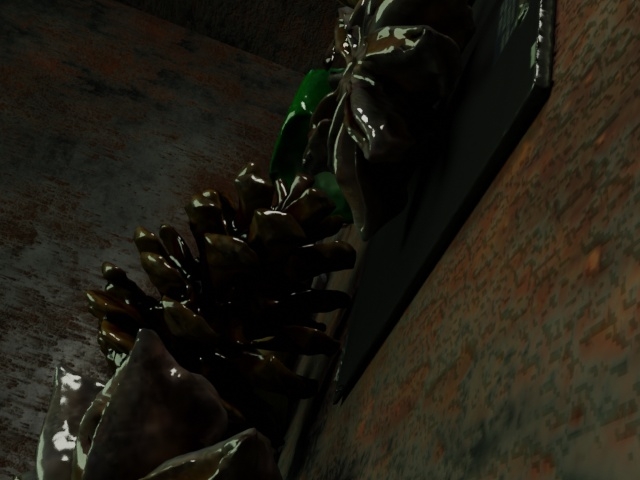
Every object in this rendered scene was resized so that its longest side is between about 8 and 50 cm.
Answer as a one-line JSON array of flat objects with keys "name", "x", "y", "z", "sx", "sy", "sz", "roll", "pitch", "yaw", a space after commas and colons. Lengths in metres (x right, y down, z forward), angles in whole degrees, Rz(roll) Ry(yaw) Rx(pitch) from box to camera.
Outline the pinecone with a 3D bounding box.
[{"name": "pinecone", "x": -0.085, "y": 0.068, "z": 0.741, "sx": 0.309, "sy": 0.244, "sz": 0.244, "roll": -53, "pitch": 0, "yaw": -12}]

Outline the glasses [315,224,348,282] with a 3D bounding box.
[{"name": "glasses", "x": 0.000, "y": 0.000, "z": 1.127, "sx": 0.140, "sy": 0.062, "sz": 0.104, "roll": -76, "pitch": 6, "yaw": -71}]

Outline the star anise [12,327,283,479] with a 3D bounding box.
[{"name": "star anise", "x": -0.127, "y": 0.223, "z": 0.524, "sx": 0.117, "sy": 0.331, "sz": 0.332, "roll": 6, "pitch": -69, "yaw": -47}]

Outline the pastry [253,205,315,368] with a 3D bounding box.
[{"name": "pastry", "x": -0.088, "y": 0.100, "z": 1.209, "sx": 0.329, "sy": 0.136, "sz": 0.330, "roll": 17, "pitch": -90, "yaw": -89}]

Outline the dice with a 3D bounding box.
[{"name": "dice", "x": 0.021, "y": -0.105, "z": 0.843, "sx": 0.131, "sy": 0.128, "sz": 0.120, "roll": 112, "pitch": 179, "yaw": -47}]

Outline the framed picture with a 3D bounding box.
[{"name": "framed picture", "x": 0.084, "y": -0.062, "z": 0.551, "sx": 0.339, "sy": 0.014, "sz": 0.255, "roll": 114, "pitch": 175, "yaw": -49}]

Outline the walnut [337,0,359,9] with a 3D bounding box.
[{"name": "walnut", "x": 0.080, "y": -0.320, "z": 0.705, "sx": 0.198, "sy": 0.198, "sz": 0.245, "roll": -75, "pitch": 4, "yaw": -58}]

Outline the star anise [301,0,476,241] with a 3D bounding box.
[{"name": "star anise", "x": 0.050, "y": -0.121, "z": 0.555, "sx": 0.209, "sy": 0.089, "sz": 0.231, "roll": -46, "pitch": 27, "yaw": 52}]

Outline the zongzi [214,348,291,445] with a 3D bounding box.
[{"name": "zongzi", "x": -0.179, "y": 0.171, "z": 0.937, "sx": 0.221, "sy": 0.242, "sz": 0.112, "roll": -28, "pitch": 25, "yaw": 16}]

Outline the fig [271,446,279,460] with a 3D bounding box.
[{"name": "fig", "x": -0.161, "y": 0.356, "z": 0.935, "sx": 0.321, "sy": 0.217, "sz": 0.217, "roll": -41, "pitch": 9, "yaw": 10}]
